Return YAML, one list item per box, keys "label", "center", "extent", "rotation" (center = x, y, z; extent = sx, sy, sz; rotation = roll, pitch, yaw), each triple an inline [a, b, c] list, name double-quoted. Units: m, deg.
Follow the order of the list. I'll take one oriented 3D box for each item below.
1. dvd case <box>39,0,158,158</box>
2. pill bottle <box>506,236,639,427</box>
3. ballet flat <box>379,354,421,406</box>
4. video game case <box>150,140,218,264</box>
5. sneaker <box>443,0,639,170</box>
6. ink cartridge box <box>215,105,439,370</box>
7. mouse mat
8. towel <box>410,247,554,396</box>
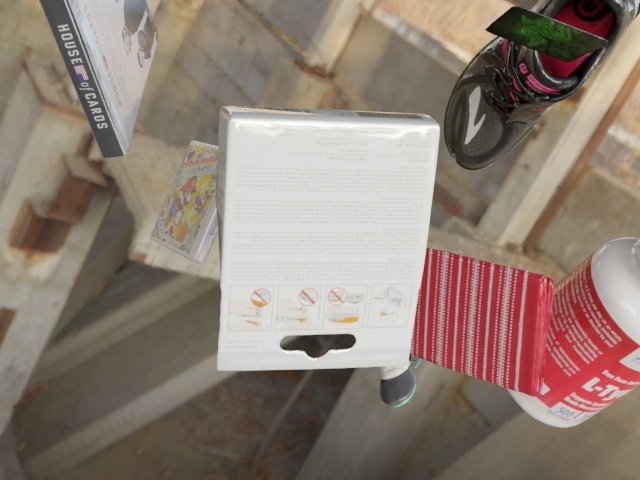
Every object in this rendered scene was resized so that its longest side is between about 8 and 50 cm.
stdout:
- label: "dvd case"
  center: [-0.211, -0.220, 0.930]
  extent: [0.030, 0.179, 0.238]
  rotation: [-8, 39, 7]
- label: "pill bottle"
  center: [0.509, 0.142, 1.646]
  extent: [0.229, 0.407, 0.229]
  rotation: [19, 46, -21]
- label: "ballet flat"
  center: [0.134, 0.222, 1.662]
  extent: [0.074, 0.074, 0.203]
  rotation: [29, 21, 4]
- label: "video game case"
  center: [-0.225, -0.075, 1.717]
  extent: [0.026, 0.206, 0.227]
  rotation: [24, -2, -31]
- label: "sneaker"
  center: [0.371, -0.308, 1.690]
  extent: [0.185, 0.483, 0.202]
  rotation: [40, 36, 2]
- label: "ink cartridge box"
  center: [0.000, 0.000, 1.398]
  extent: [0.308, 0.385, 0.091]
  rotation: [0, 19, -15]
- label: "mouse mat"
  center: [0.342, -0.314, 1.449]
  extent: [0.153, 0.007, 0.190]
  rotation: [20, -1, -4]
- label: "towel"
  center: [0.241, 0.121, 1.509]
  extent: [0.275, 0.199, 0.031]
  rotation: [15, 20, 42]
